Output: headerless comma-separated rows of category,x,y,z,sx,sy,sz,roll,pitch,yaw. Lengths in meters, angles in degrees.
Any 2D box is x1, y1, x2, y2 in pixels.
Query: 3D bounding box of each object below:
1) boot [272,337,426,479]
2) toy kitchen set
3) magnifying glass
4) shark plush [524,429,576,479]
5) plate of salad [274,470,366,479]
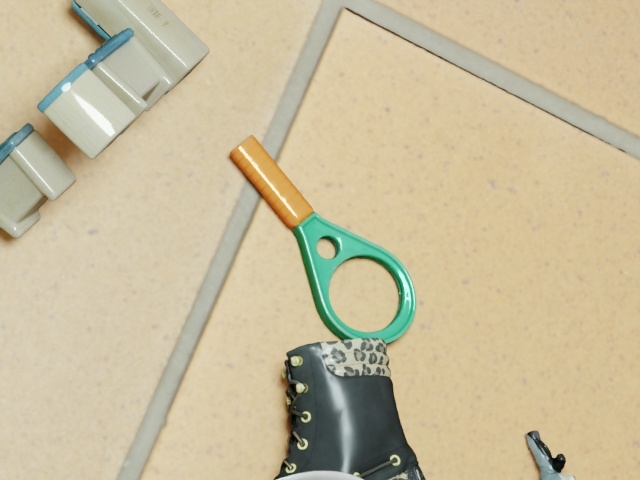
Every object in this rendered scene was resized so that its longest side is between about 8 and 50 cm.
boot,-0.024,0.187,1.691,0.236,0.085,0.178,-8,75,-19
toy kitchen set,-0.227,-0.127,1.709,0.122,0.166,0.207,45,32,-4
magnifying glass,0.000,0.000,1.770,0.092,0.026,0.231,-40,91,-22
shark plush,0.215,0.255,1.765,0.067,0.073,0.161,-17,87,10
plate of salad,-0.021,0.280,1.604,0.200,0.048,0.200,-13,124,-21
